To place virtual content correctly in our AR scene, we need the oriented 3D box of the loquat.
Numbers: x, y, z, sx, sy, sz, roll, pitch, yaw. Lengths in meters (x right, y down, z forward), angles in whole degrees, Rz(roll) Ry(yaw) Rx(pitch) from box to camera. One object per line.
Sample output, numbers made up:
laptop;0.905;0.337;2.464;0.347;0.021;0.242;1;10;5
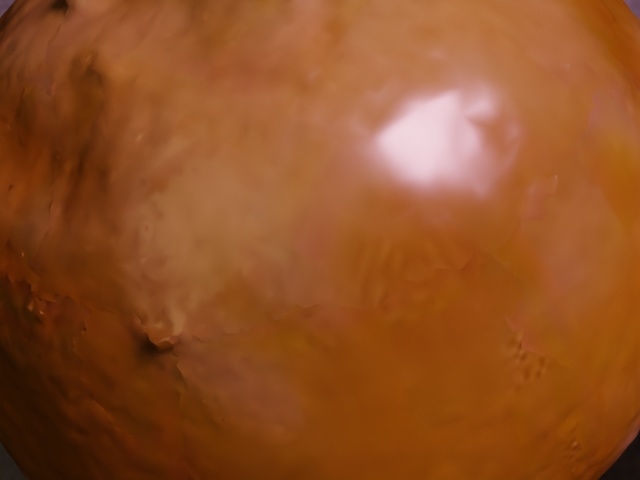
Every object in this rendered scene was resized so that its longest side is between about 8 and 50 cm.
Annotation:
loquat;0.000;0.000;0.527;0.328;0.328;0.328;-2;86;28
